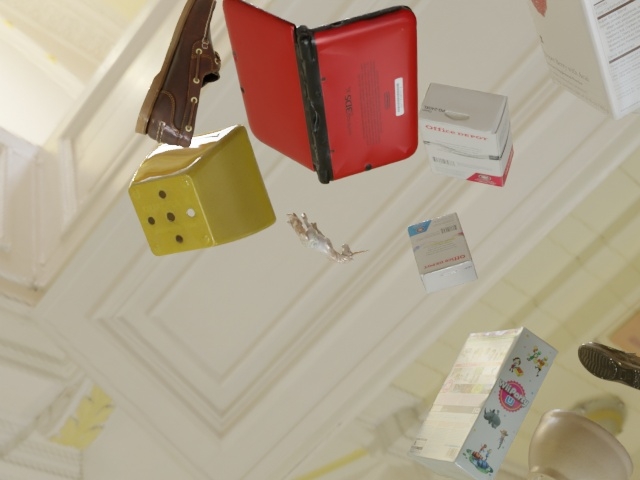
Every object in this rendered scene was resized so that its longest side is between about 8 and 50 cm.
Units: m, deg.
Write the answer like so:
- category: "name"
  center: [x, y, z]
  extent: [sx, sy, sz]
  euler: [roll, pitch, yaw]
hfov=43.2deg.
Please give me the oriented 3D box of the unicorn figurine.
- category: "unicorn figurine"
  center: [0.000, 0.000, 1.614]
  extent: [0.162, 0.060, 0.111]
  euler: [9, -149, -43]

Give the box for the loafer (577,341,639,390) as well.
- category: "loafer"
  center: [0.518, 0.216, 1.397]
  extent: [0.148, 0.056, 0.050]
  euler: [26, -147, 36]

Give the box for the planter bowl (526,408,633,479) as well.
- category: "planter bowl"
  center: [0.399, 0.366, 1.294]
  extent: [0.162, 0.162, 0.109]
  euler: [44, -118, 4]

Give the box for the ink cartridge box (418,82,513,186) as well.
- category: "ink cartridge box"
  center: [0.200, -0.142, 1.101]
  extent: [0.109, 0.063, 0.150]
  euler: [15, 161, 22]

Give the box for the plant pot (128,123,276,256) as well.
- category: "plant pot"
  center: [-0.241, -0.077, 1.548]
  extent: [0.187, 0.212, 0.212]
  euler: [-50, -54, -58]

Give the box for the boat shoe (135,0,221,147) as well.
- category: "boat shoe"
  center: [-0.157, -0.206, 0.980]
  extent: [0.073, 0.207, 0.073]
  euler: [17, 163, -5]

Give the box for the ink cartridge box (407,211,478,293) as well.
- category: "ink cartridge box"
  center: [0.202, 0.021, 1.343]
  extent: [0.122, 0.089, 0.052]
  euler: [-97, -13, -49]

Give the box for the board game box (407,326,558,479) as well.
- category: "board game box"
  center: [0.321, 0.329, 1.630]
  extent: [0.097, 0.303, 0.224]
  euler: [35, 162, -10]

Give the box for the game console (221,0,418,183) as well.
- category: "game console"
  center: [0.004, -0.124, 0.621]
  extent: [0.144, 0.124, 0.085]
  euler: [81, 170, -51]

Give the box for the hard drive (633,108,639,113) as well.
- category: "hard drive"
  center: [0.586, -0.252, 1.296]
  extent: [0.203, 0.040, 0.307]
  euler: [10, 178, 27]

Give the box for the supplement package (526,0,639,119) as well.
- category: "supplement package"
  center: [0.369, -0.339, 1.027]
  extent: [0.293, 0.175, 0.177]
  euler: [61, -178, -31]
